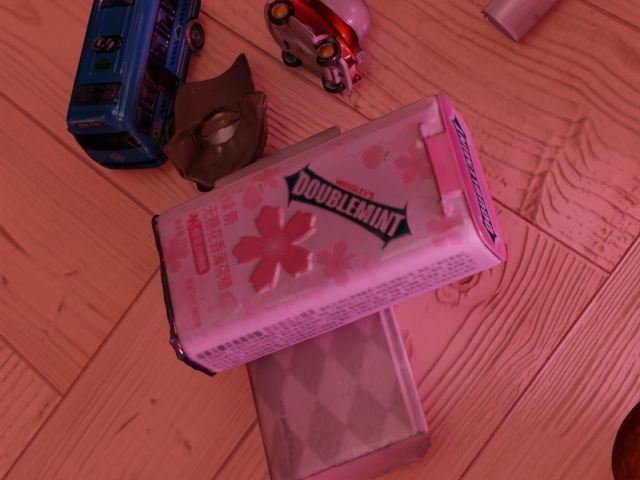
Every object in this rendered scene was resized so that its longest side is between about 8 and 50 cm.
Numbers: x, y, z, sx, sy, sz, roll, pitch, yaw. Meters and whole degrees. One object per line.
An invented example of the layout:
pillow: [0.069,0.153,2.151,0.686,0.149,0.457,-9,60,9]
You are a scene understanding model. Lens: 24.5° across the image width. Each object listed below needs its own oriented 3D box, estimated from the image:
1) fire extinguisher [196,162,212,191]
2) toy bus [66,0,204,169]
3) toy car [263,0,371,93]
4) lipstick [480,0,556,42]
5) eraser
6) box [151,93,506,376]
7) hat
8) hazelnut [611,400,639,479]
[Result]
fire extinguisher: [-0.154,-0.099,1.864,0.028,0.022,0.083,-46,49,42]
toy bus: [-0.241,-0.221,1.892,0.113,0.134,0.246,0,69,28]
toy car: [0.012,-0.258,1.798,0.112,0.112,0.139,-44,65,-13]
lipstick: [0.296,-0.340,1.695,0.264,0.059,0.059,-47,56,5]
eraser: [-0.010,0.084,1.672,0.213,0.082,0.397,-23,61,16]
box: [0.000,0.000,1.592,0.369,0.112,0.190,-22,61,19]
hat: [-0.112,-0.154,1.844,0.147,0.085,0.175,-24,37,18]
hazelnut: [0.353,0.215,1.397,0.154,0.143,0.143,17,79,16]
